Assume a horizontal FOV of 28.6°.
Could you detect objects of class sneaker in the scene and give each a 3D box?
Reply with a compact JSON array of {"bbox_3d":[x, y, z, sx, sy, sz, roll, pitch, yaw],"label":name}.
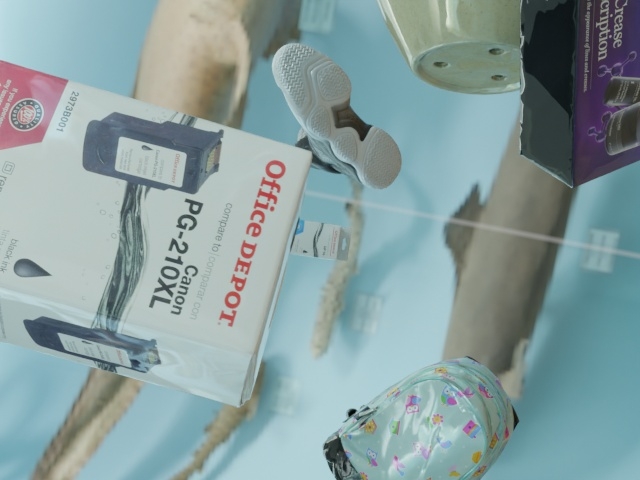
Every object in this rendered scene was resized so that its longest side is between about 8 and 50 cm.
[{"bbox_3d":[-0.005,-0.179,1.857,0.101,0.268,0.153,-52,29,-18],"label":"sneaker"}]

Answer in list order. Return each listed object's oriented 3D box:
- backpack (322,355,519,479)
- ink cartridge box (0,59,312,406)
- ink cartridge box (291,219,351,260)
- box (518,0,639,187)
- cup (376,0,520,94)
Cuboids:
[{"bbox_3d":[0.105,0.199,1.221,0.182,0.152,0.115,-43,-7,19],"label":"backpack"},{"bbox_3d":[-0.140,-0.004,0.878,0.100,0.237,0.172,108,177,-61],"label":"ink cartridge box"},{"bbox_3d":[0.000,0.000,1.696,0.028,0.083,0.048,163,114,-85],"label":"ink cartridge box"},{"bbox_3d":[0.316,-0.213,1.352,0.103,0.184,0.261,40,145,46],"label":"box"},{"bbox_3d":[0.202,-0.319,1.548,0.331,0.331,0.237,75,-162,-74],"label":"cup"}]
